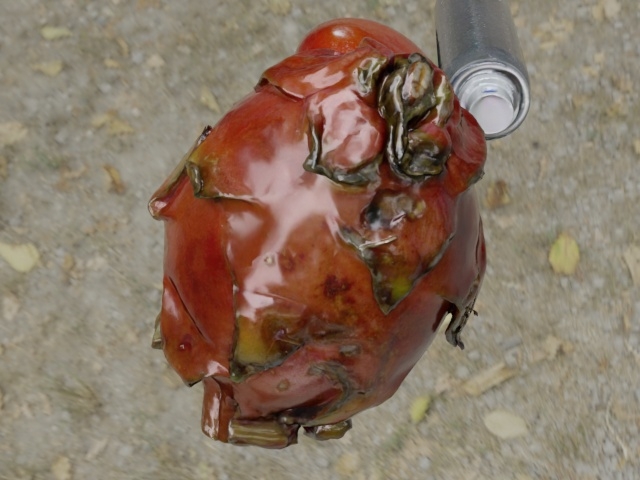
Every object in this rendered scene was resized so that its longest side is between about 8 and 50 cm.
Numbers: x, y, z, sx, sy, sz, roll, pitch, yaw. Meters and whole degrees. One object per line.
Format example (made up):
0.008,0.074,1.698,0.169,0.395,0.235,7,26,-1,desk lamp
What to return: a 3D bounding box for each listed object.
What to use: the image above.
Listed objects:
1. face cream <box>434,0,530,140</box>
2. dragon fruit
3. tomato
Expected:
0.137,-0.158,1.063,0.073,0.073,0.283,-14,25,11,face cream
0.000,0.004,0.911,0.250,0.250,0.315,5,116,18,dragon fruit
0.066,-0.159,1.725,0.226,0.299,0.299,0,69,-6,tomato
